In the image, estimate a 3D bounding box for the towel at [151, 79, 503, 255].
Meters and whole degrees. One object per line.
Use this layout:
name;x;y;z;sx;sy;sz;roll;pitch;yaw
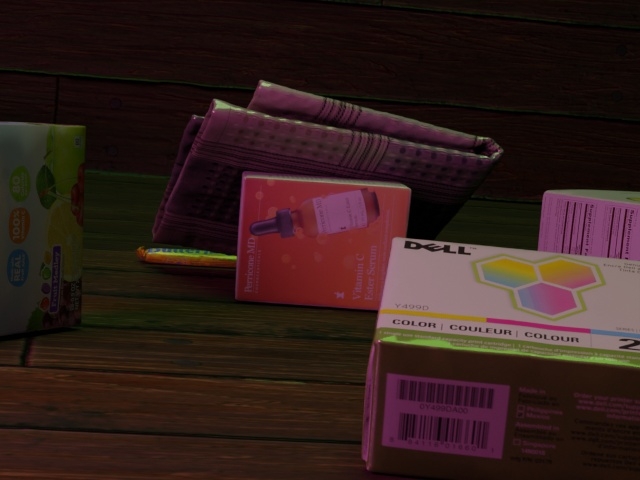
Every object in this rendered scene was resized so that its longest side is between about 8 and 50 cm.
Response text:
towel;-0.007;-0.059;1.773;0.324;0.056;0.312;9;-28;-15

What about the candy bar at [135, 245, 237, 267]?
candy bar;-0.139;0.021;1.907;0.161;0.018;0.040;4;5;-13

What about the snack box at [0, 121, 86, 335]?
snack box;-0.278;-0.010;1.299;0.070;0.174;0.207;4;5;30

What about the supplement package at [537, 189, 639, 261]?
supplement package;0.332;0.037;1.457;0.194;0.149;0.203;1;6;-31

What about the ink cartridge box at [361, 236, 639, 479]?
ink cartridge box;0.133;0.046;1.028;0.189;0.097;0.255;5;29;5

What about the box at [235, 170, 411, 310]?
box;0.000;0.000;1.658;0.171;0.130;0.091;3;6;-4
